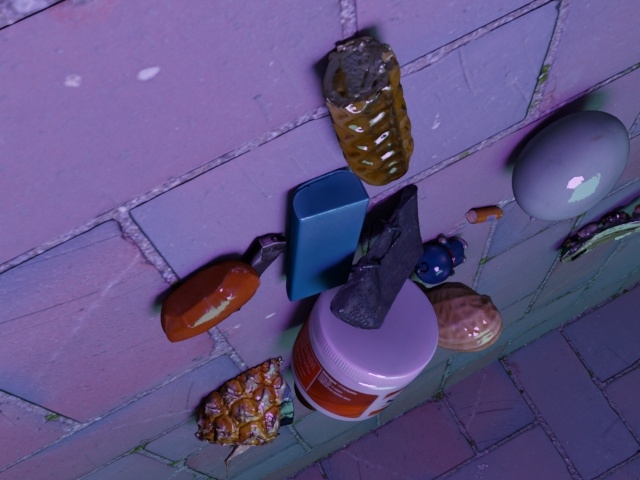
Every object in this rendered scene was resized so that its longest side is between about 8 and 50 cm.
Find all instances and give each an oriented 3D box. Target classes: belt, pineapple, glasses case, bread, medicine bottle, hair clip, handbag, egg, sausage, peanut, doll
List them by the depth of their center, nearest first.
[{"bbox_3d":[0.068,-0.150,0.917,0.087,0.098,0.269,9,164,16],"label":"bread"},{"bbox_3d":[-0.179,0.093,1.120,0.179,0.089,0.089,-35,157,1],"label":"sausage"},{"bbox_3d":[-0.002,0.000,1.172,0.117,0.070,0.301,-18,156,-15],"label":"glasses case"},{"bbox_3d":[0.102,0.040,1.258,0.270,0.088,0.175,-57,159,-17],"label":"handbag"},{"bbox_3d":[0.452,-0.135,1.297,0.168,0.168,0.231,0,139,-50],"label":"egg"},{"bbox_3d":[0.083,0.214,1.464,0.252,0.253,0.241,-18,154,-27],"label":"medicine bottle"},{"bbox_3d":[0.355,-0.055,1.521,0.107,0.031,0.031,-9,149,-41],"label":"sausage"},{"bbox_3d":[0.257,0.043,1.541,0.151,0.085,0.114,-25,124,-38],"label":"doll"},{"bbox_3d":[0.254,0.158,1.567,0.140,0.325,0.153,31,80,-35],"label":"peanut"},{"bbox_3d":[-0.203,0.435,1.694,0.334,0.158,0.161,-43,154,29],"label":"pineapple"},{"bbox_3d":[-0.107,0.414,1.826,0.058,0.105,0.140,-14,127,-24],"label":"belt"},{"bbox_3d":[0.842,-0.032,2.079,0.321,0.091,0.138,-23,167,13],"label":"hair clip"}]

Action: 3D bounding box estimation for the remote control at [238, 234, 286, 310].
[{"bbox_3d":[-0.121,0.061,1.195,0.059,0.028,0.212,-9,149,-39],"label":"remote control"}]

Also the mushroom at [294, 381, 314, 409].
[{"bbox_3d":[0.045,0.331,1.783,0.253,0.153,0.253,-27,156,-13],"label":"mushroom"}]

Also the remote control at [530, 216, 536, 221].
[{"bbox_3d":[0.568,-0.088,1.716,0.184,0.027,0.050,-19,156,-36],"label":"remote control"}]
